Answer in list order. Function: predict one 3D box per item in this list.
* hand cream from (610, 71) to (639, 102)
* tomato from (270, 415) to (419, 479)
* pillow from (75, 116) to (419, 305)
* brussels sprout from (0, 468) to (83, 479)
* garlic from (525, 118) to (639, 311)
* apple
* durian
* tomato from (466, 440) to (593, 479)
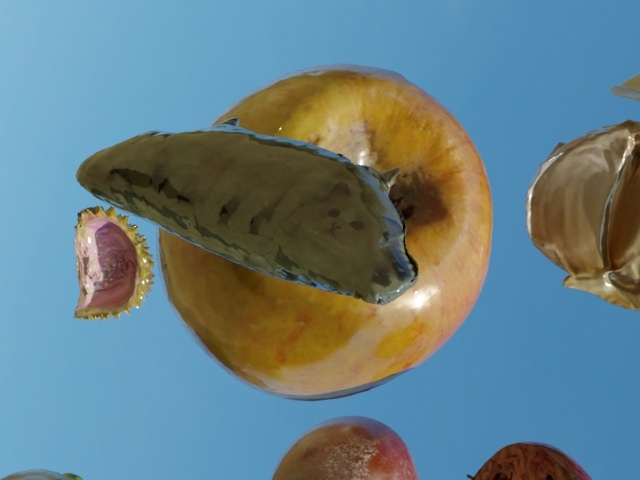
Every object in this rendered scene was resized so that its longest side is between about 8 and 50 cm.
[{"bbox_3d":[0.562,-0.230,1.510,0.358,0.118,0.185,-22,-156,-6],"label":"hand cream"},{"bbox_3d":[0.034,0.418,1.906,0.270,0.227,0.270,13,-74,54],"label":"tomato"},{"bbox_3d":[-0.034,-0.028,0.687,0.241,0.051,0.093,20,-121,34],"label":"pillow"},{"bbox_3d":[-0.433,0.528,1.755,0.315,0.276,0.371,-6,-86,31],"label":"brussels sprout"},{"bbox_3d":[0.325,-0.030,1.184,0.229,0.143,0.178,23,-69,17],"label":"garlic"},{"bbox_3d":[0.000,0.000,1.095,0.275,0.299,0.299,125,-31,-64],"label":"apple"},{"bbox_3d":[-0.332,0.037,1.918,0.165,0.132,0.182,173,-86,-65],"label":"durian"},{"bbox_3d":[0.198,0.260,1.016,0.166,0.082,0.174,29,-71,46],"label":"tomato"}]
